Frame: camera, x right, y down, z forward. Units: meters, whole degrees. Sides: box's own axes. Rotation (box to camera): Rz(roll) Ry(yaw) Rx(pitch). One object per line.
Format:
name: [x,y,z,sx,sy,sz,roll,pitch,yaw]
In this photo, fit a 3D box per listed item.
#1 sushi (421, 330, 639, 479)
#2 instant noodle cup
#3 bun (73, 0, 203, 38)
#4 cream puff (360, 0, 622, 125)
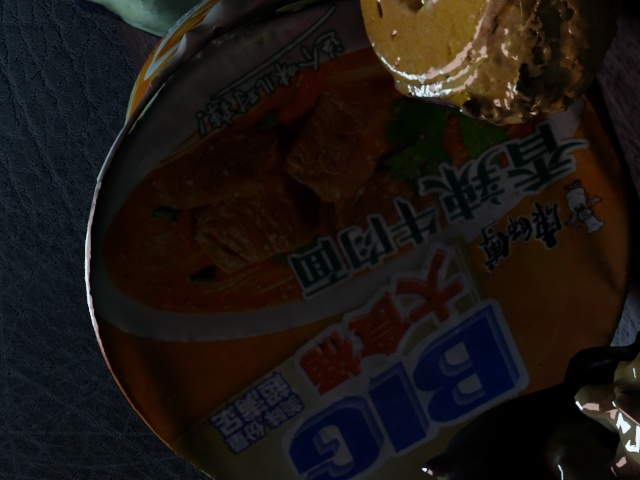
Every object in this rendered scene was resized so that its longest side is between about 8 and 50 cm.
sushi: [0.168,0.075,0.431,0.238,0.218,0.225,34,-158,13]
instant noodle cup: [0.006,-0.022,0.843,0.214,0.296,0.296,-117,3,-68]
bun: [-0.205,-0.321,1.470,0.283,0.179,0.283,28,-172,-4]
cream puff: [0.077,-0.112,0.639,0.133,0.104,0.119,48,133,35]
